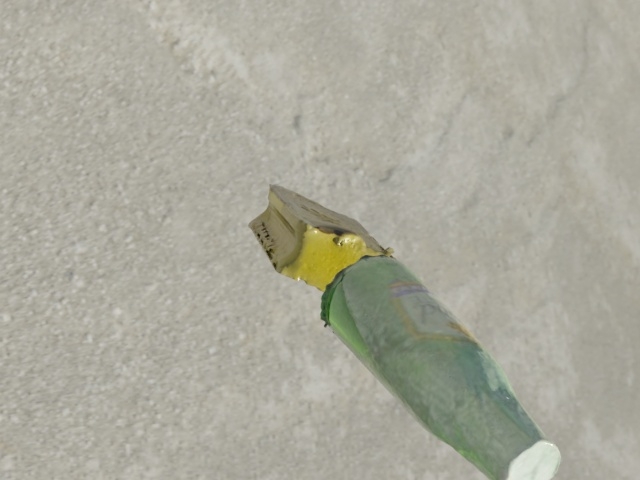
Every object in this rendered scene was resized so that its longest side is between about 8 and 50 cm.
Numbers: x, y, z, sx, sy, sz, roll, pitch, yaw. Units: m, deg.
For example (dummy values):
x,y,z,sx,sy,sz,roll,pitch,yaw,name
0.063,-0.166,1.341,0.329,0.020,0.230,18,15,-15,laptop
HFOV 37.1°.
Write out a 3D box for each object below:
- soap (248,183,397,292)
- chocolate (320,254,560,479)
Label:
x,y,z,sx,sy,sz,roll,pitch,yaw,name
-0.001,0.002,1.151,0.135,0.233,0.076,24,96,-16,soap
0.106,0.117,0.855,0.110,0.291,0.110,-12,119,-21,chocolate
